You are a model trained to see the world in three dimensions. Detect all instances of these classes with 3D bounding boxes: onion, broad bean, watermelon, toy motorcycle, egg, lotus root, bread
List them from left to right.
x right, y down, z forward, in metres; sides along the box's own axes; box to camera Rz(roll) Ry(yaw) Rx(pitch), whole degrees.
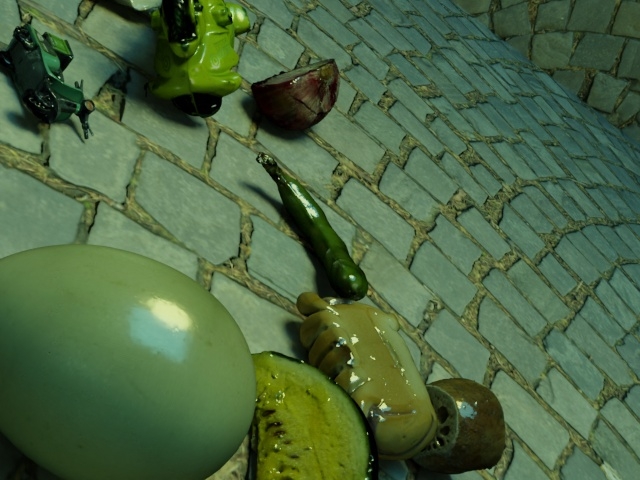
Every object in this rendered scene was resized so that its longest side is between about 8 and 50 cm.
[{"bbox_3d":[-0.331,-0.196,1.117,0.100,0.058,0.173,19,33,-48],"label":"toy motorcycle"},{"bbox_3d":[-0.173,0.101,0.747,0.253,0.188,0.188,30,29,-9],"label":"egg"},{"bbox_3d":[-0.179,-0.300,1.353,0.142,0.206,0.342,5,23,-3],"label":"toy motorcycle"},{"bbox_3d":[-0.038,-0.233,1.523,0.206,0.151,0.098,-36,113,-52],"label":"onion"},{"bbox_3d":[-0.009,0.233,0.911,0.129,0.123,0.301,-1,41,-10],"label":"watermelon"},{"bbox_3d":[0.000,0.000,1.237,0.144,0.049,0.292,49,5,-49],"label":"broad bean"},{"bbox_3d":[0.049,0.154,1.079,0.134,0.081,0.225,10,37,-29],"label":"bread"},{"bbox_3d":[0.153,0.217,1.094,0.081,0.122,0.112,13,63,-34],"label":"lotus root"}]

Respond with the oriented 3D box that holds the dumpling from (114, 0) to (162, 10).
[{"bbox_3d":[-0.316,-0.420,1.423,0.188,0.108,0.127,40,49,-36],"label":"dumpling"}]
